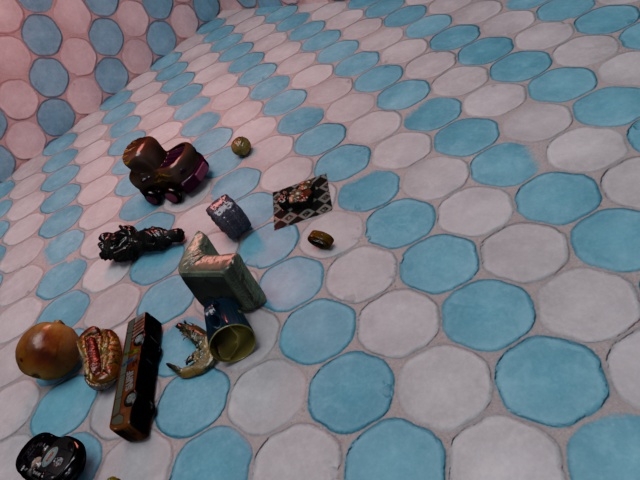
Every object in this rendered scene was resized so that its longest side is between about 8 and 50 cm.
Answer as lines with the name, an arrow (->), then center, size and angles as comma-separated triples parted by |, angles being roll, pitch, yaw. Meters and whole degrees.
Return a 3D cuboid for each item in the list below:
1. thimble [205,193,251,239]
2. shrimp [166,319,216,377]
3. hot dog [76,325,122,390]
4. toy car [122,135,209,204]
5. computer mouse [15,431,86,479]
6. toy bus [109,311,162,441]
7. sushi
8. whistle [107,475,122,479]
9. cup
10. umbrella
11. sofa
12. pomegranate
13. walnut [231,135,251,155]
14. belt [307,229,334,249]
thimble -> -0.325, -0.084, 1.989 | 0.097, 0.150, 0.150 | -42, 41, -11
shrimp -> -0.387, 0.319, 1.655 | 0.150, 0.051, 0.217 | -48, 47, -14
hot dog -> -0.675, 0.358, 1.731 | 0.131, 0.069, 0.253 | -7, 36, -22
toy car -> -0.654, -0.318, 2.355 | 0.340, 0.240, 0.271 | -6, 45, 28
computer mouse -> -0.700, 0.588, 1.491 | 0.233, 0.096, 0.137 | 3, 42, 37
toy bus -> -0.522, 0.382, 1.624 | 0.092, 0.093, 0.409 | -27, 37, 12
sushi -> -0.077, -0.159, 2.012 | 0.219, 0.047, 0.231 | -19, 40, 9
whistle -> -0.466, 0.596, 1.343 | 0.057, 0.109, 0.046 | 21, 58, 36
cup -> -0.273, 0.233, 1.594 | 0.131, 0.177, 0.155 | -31, 33, -3
umbrella -> -0.678, 0.007, 2.103 | 0.336, 0.128, 0.154 | -2, 42, 22
sofa -> -0.288, 0.093, 1.729 | 0.225, 0.210, 0.176 | -5, 42, 29
pomegranate -> -0.853, 0.346, 1.778 | 0.191, 0.191, 0.191 | -15, 40, 13
walnut -> -0.338, -0.401, 2.403 | 0.092, 0.092, 0.092 | -15, 40, 13
belt -> 0.000, 0.000, 1.786 | 0.083, 0.059, 0.036 | 17, 55, 27
